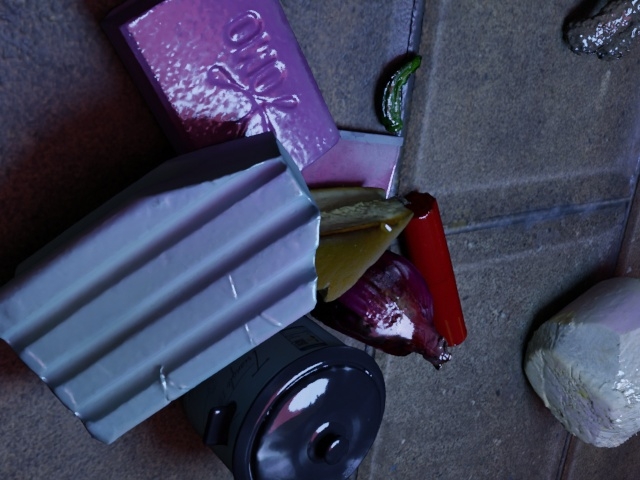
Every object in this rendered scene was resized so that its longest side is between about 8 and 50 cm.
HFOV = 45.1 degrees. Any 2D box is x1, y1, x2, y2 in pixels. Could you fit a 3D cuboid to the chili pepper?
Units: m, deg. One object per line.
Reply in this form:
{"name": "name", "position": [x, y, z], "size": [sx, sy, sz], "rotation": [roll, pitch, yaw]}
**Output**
{"name": "chili pepper", "position": [0.106, -0.211, 1.083], "size": [0.055, 0.035, 0.117], "rotation": [17, 90, -55]}

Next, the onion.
{"name": "onion", "position": [0.104, 0.099, 1.096], "size": [0.139, 0.218, 0.195], "rotation": [-59, 144, -6]}

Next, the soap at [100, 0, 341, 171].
{"name": "soap", "position": [-0.104, -0.179, 0.879], "size": [0.181, 0.081, 0.259], "rotation": [-37, 123, -19]}

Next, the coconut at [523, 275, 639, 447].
{"name": "coconut", "position": [0.594, 0.226, 1.507], "size": [0.310, 0.297, 0.297], "rotation": [-31, 127, -20]}

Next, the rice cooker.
{"name": "rice cooker", "position": [-0.044, 0.223, 1.032], "size": [0.281, 0.227, 0.241], "rotation": [6, 106, -40]}

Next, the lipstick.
{"name": "lipstick", "position": [0.181, 0.054, 1.239], "size": [0.073, 0.073, 0.279], "rotation": [-34, 127, -22]}

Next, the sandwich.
{"name": "sandwich", "position": [0.000, 0.000, 1.012], "size": [0.236, 0.122, 0.128], "rotation": [-8, 136, -32]}

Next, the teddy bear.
{"name": "teddy bear", "position": [0.517, -0.405, 1.250], "size": [0.182, 0.129, 0.251], "rotation": [7, 106, -42]}

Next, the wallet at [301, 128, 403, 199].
{"name": "wallet", "position": [0.014, -0.096, 1.065], "size": [0.232, 0.025, 0.119], "rotation": [1, 109, -39]}

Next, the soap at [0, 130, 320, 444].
{"name": "soap", "position": [-0.156, 0.038, 0.828], "size": [0.347, 0.115, 0.208], "rotation": [-34, 110, 7]}
